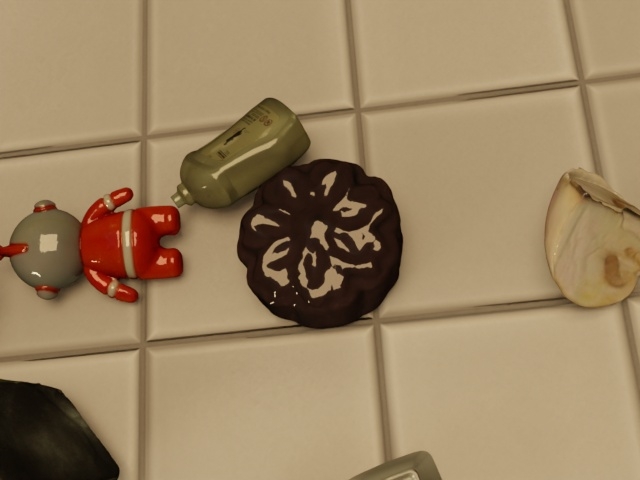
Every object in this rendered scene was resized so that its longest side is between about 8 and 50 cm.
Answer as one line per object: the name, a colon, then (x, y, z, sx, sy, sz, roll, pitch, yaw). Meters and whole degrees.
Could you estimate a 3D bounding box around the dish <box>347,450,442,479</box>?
dish: (0.135, 0.439, 1.452, 0.154, 0.064, 0.234, -22, 68, -1)

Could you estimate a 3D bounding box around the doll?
doll: (-0.408, 0.015, 1.686, 0.337, 0.105, 0.199, -5, 86, 1)

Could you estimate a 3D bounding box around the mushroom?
mushroom: (0.436, -0.003, 1.564, 0.236, 0.173, 0.162, 20, 24, -21)

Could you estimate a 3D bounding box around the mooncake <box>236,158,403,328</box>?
mooncake: (0.000, 0.000, 1.611, 0.283, 0.141, 0.283, -4, 69, 10)

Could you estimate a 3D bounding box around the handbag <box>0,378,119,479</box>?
handbag: (-0.500, 0.351, 1.457, 0.240, 0.341, 0.247, -44, 73, 10)

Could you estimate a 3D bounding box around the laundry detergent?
laundry detergent: (-0.152, -0.141, 1.699, 0.253, 0.091, 0.181, -36, 37, -6)
